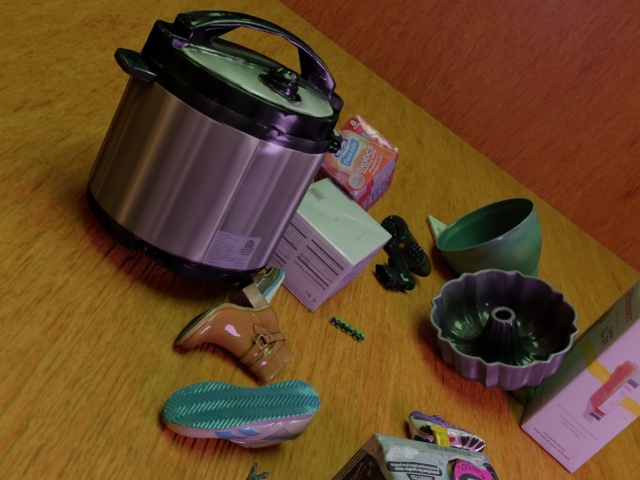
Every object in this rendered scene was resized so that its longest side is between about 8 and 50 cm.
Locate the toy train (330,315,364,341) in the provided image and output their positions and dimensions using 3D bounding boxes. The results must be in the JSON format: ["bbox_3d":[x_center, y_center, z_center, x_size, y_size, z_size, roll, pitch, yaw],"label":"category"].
[{"bbox_3d":[0.056,0.179,1.569,0.083,0.017,0.024,34,15,-11],"label":"toy train"}]

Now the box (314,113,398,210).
[{"bbox_3d":[0.082,-0.164,1.870,0.142,0.154,0.300,44,-7,10],"label":"box"}]

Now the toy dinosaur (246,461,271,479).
[{"bbox_3d":[-0.070,0.351,0.974,0.268,0.118,0.064,21,20,-36],"label":"toy dinosaur"}]

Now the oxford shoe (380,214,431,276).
[{"bbox_3d":[0.222,0.020,2.023,0.096,0.082,0.227,48,11,-43],"label":"oxford shoe"}]

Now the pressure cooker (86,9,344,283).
[{"bbox_3d":[-0.168,-0.182,1.339,0.375,0.421,0.370,31,21,6],"label":"pressure cooker"}]

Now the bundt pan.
[{"bbox_3d":[0.409,0.212,1.745,0.330,0.124,0.331,-2,37,2],"label":"bundt pan"}]

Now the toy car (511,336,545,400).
[{"bbox_3d":[0.459,0.264,1.857,0.188,0.149,0.155,31,33,9],"label":"toy car"}]

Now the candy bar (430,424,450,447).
[{"bbox_3d":[0.218,0.403,1.351,0.040,0.018,0.162,20,51,-30],"label":"candy bar"}]

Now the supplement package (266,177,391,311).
[{"bbox_3d":[0.000,0.000,1.640,0.204,0.145,0.262,43,24,8],"label":"supplement package"}]

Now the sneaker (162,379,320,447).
[{"bbox_3d":[-0.117,0.261,1.112,0.228,0.092,0.087,4,40,-22],"label":"sneaker"}]

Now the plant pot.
[{"bbox_3d":[0.502,0.035,2.170,0.196,0.293,0.293,62,20,-15],"label":"plant pot"}]

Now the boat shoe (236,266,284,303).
[{"bbox_3d":[-0.118,0.089,1.419,0.066,0.066,0.183,35,25,-5],"label":"boat shoe"}]

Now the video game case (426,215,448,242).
[{"bbox_3d":[0.402,-0.002,2.357,0.157,0.019,0.143,29,26,-21],"label":"video game case"}]

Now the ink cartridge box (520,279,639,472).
[{"bbox_3d":[0.657,0.300,1.754,0.160,0.385,0.279,42,24,7],"label":"ink cartridge box"}]

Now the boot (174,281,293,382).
[{"bbox_3d":[-0.133,0.171,1.260,0.197,0.073,0.152,-31,93,-42],"label":"boot"}]

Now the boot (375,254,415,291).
[{"bbox_3d":[0.173,0.075,1.880,0.099,0.045,0.121,12,37,-40],"label":"boot"}]

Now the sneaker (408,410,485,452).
[{"bbox_3d":[0.240,0.363,1.455,0.169,0.068,0.071,29,21,-20],"label":"sneaker"}]

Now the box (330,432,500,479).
[{"bbox_3d":[0.149,0.403,1.137,0.247,0.163,0.142,20,29,-36],"label":"box"}]
